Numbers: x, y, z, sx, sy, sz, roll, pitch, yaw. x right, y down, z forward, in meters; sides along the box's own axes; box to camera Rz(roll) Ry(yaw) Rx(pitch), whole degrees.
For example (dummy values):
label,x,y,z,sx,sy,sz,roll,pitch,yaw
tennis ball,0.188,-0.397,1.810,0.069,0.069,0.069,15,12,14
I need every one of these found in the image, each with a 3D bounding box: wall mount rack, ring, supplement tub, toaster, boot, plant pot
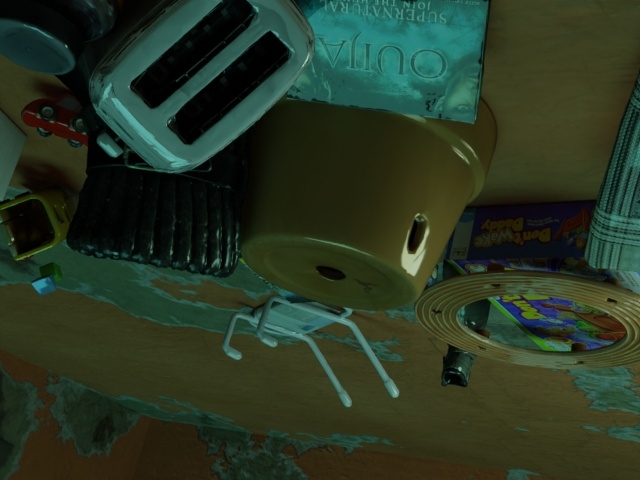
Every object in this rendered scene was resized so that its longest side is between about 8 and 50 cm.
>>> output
label,x,y,z,sx,sy,sz,roll,pitch,yaw
wall mount rack,-0.015,0.211,1.813,0.304,0.130,0.350,22,159,-18
ring,0.292,0.103,1.236,0.337,0.032,0.336,9,157,4
supplement tub,-0.193,-0.231,0.729,0.106,0.198,0.106,14,158,6
toaster,-0.094,-0.157,0.765,0.129,0.227,0.146,48,-172,-26
boot,0.220,0.134,1.421,0.083,0.161,0.246,8,158,15
boot,-0.223,-0.116,0.912,0.348,0.260,0.131,15,-176,-3
plant pot,0.032,-0.052,1.023,0.291,0.203,0.291,13,158,5

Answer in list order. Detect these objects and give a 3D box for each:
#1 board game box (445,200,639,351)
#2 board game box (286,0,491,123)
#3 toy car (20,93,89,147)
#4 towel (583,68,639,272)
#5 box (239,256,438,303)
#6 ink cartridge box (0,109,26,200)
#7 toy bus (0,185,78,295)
label,x,y,z,sx,sy,sz,roll,pitch,yaw
board game box,0.355,0.062,1.265,0.233,0.078,0.347,-2,153,37
board game box,0.058,-0.178,0.855,0.186,0.026,0.126,9,128,13
toy car,-0.246,-0.123,1.235,0.239,0.053,0.225,8,158,19
towel,0.427,-0.047,0.841,0.324,0.056,0.312,11,137,9
box,0.023,0.029,1.269,0.233,0.044,0.159,-6,151,28
ink cartridge box,-0.488,-0.148,1.254,0.062,0.109,0.209,7,158,16
toy bus,-0.442,-0.037,1.500,0.104,0.202,0.191,-20,145,4
